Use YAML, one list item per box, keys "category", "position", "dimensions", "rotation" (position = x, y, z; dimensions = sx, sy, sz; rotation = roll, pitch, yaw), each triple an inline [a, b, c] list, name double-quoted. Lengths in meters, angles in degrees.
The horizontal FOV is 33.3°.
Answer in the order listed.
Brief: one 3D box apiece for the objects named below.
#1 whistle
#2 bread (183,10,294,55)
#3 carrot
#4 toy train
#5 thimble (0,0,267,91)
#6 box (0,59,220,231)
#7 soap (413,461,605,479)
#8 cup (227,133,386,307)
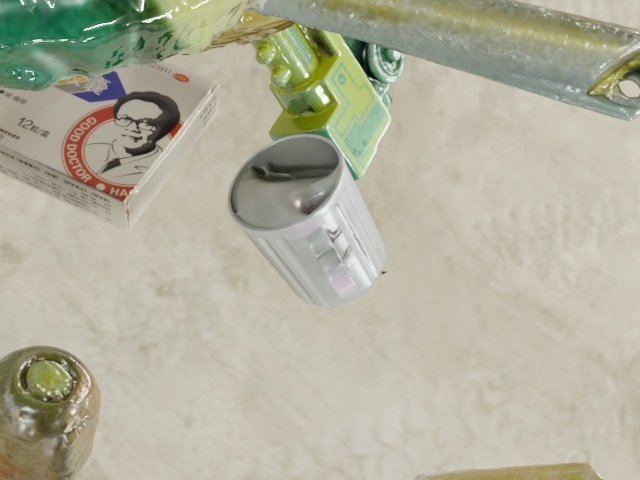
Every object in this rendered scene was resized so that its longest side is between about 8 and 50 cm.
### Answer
- category: "whistle"
  position: [0.095, -0.164, 0.820]
  dimensions: [0.057, 0.327, 0.067]
  rotation: [32, 78, -73]
- category: "bread"
  position: [-0.080, -0.293, 1.065]
  dimensions: [0.196, 0.252, 0.238]
  rotation: [28, 85, -23]
- category: "carrot"
  position: [-0.326, 0.230, 1.114]
  dimensions: [0.139, 0.302, 0.138]
  rotation: [27, 36, -22]
- category: "toy train"
  position: [-0.023, -0.279, 1.488]
  dimensions: [0.369, 0.150, 0.237]
  rotation: [53, 52, -34]
- category: "thimble"
  position: [-0.160, -0.191, 0.570]
  dimensions: [0.288, 0.254, 0.167]
  rotation: [-5, 119, -10]
- category: "box"
  position: [-0.323, -0.167, 1.252]
  dimensions: [0.353, 0.069, 0.214]
  rotation: [25, 55, 9]
- category: "soap"
  position: [0.243, 0.350, 1.265]
  dimensions: [0.080, 0.258, 0.160]
  rotation: [58, 28, -56]
- category: "cup"
  position: [-0.014, 0.000, 1.452]
  dimensions: [0.202, 0.167, 0.221]
  rotation: [57, 32, -45]
